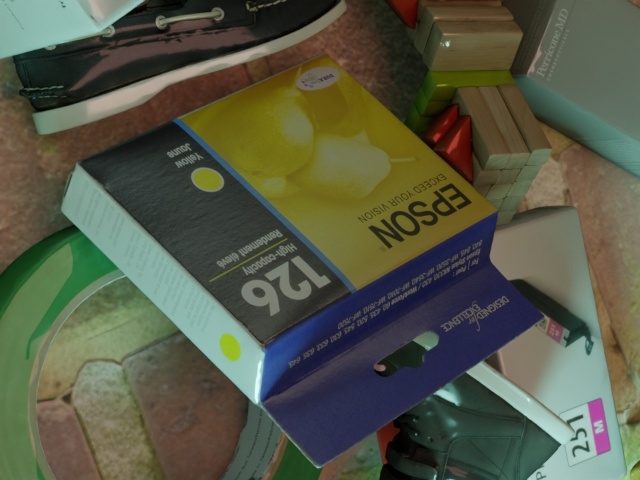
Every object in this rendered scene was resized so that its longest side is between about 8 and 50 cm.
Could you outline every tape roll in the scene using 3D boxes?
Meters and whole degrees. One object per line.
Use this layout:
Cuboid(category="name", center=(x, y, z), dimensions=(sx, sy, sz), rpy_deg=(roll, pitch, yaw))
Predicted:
Cuboid(category="tape roll", center=(-0.145, 0.136, 1.443), dimensions=(0.321, 0.077, 0.321), rpy_deg=(1, 88, -29))

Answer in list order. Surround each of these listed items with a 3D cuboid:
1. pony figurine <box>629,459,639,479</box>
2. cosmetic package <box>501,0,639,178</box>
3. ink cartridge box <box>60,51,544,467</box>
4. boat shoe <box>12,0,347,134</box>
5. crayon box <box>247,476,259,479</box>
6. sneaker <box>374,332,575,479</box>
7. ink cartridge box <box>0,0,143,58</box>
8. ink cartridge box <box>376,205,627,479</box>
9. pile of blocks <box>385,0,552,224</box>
Cuboid(category="pony figurine", center=(0.446, 0.349, 1.654), dimensions=(0.363, 0.303, 0.351), rpy_deg=(17, 60, -31))
Cuboid(category="cosmetic package", center=(0.280, -0.160, 1.670), dimensions=(0.238, 0.107, 0.127), rpy_deg=(25, 80, -29))
Cuboid(category="ink cartridge box", center=(0.000, 0.000, 1.402), dimensions=(0.307, 0.072, 0.303), rpy_deg=(42, 44, 21))
Cuboid(category="boat shoe", center=(-0.115, -0.182, 1.449), dimensions=(0.302, 0.114, 0.091), rpy_deg=(-26, 106, -27))
Cuboid(category="crayon box", center=(0.020, 0.355, 1.323), dimensions=(0.083, 0.323, 0.203), rpy_deg=(-27, 131, -28))
Cuboid(category="sneaker", center=(0.080, 0.151, 1.499), dimensions=(0.295, 0.104, 0.147), rpy_deg=(36, 89, -25))
Cuboid(category="ink cartridge box", center=(-0.177, -0.273, 1.262), dimensions=(0.285, 0.395, 0.166), rpy_deg=(-40, 109, -23))
Cuboid(category="ink cartridge box", center=(0.160, 0.127, 1.607), dimensions=(0.238, 0.060, 0.275), rpy_deg=(-17, 100, -31))
Cuboid(category="pile of blocks", center=(0.100, -0.192, 1.556), dimensions=(0.112, 0.149, 0.362), rpy_deg=(-3, 76, -25))
